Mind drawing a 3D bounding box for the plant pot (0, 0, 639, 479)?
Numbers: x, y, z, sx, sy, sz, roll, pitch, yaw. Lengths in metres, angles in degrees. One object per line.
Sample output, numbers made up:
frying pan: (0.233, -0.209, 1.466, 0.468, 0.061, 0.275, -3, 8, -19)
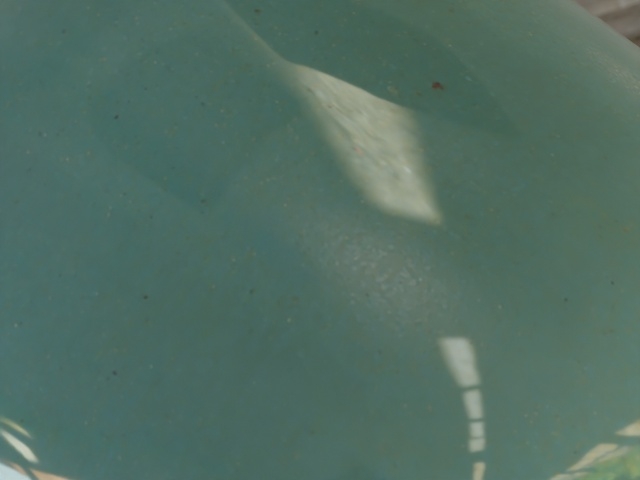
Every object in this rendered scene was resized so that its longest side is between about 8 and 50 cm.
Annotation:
plant pot: (0.029, 0.065, 0.486, 0.235, 0.293, 0.293, 34, -155, 26)
